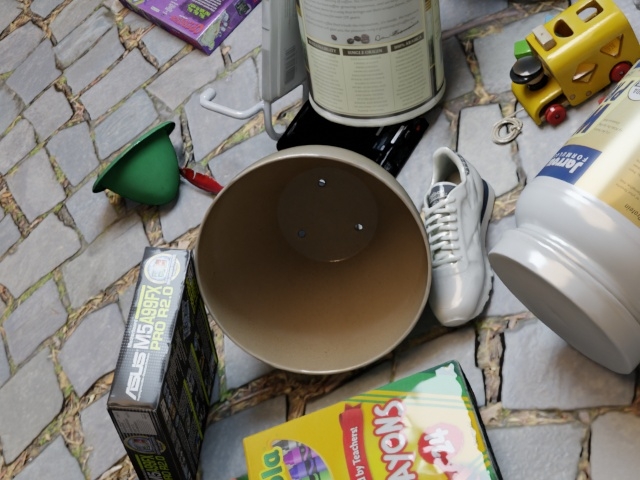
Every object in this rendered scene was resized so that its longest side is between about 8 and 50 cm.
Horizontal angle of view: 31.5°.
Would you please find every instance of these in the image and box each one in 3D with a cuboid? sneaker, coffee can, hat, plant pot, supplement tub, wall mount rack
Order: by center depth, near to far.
[{"bbox_3d":[0.352,-0.038,1.206,0.316,0.228,0.228,-48,44,-7],"label":"supplement tub"},{"bbox_3d":[0.160,-0.004,1.413,0.090,0.095,0.235,-13,52,25],"label":"sneaker"},{"bbox_3d":[0.000,0.000,1.429,0.284,0.284,0.191,-26,16,16],"label":"plant pot"},{"bbox_3d":[0.065,-0.324,1.559,0.201,0.275,0.202,-5,38,4],"label":"coffee can"},{"bbox_3d":[-0.063,-0.340,1.693,0.130,0.350,0.304,22,39,25],"label":"wall mount rack"},{"bbox_3d":[-0.238,-0.070,1.797,0.173,0.183,0.208,-42,1,-10],"label":"hat"}]

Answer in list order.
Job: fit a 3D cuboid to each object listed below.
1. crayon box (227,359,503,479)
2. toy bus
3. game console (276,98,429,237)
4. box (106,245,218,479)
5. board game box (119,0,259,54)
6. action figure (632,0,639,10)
[{"bbox_3d":[0.038,0.281,1.249,0.318,0.081,0.202,-22,46,8],"label":"crayon box"},{"bbox_3d":[0.313,-0.237,1.482,0.191,0.104,0.202,3,59,37],"label":"toy bus"},{"bbox_3d":[-0.013,-0.070,1.625,0.213,0.044,0.361,19,68,43],"label":"game console"},{"bbox_3d":[-0.186,0.171,1.395,0.060,0.270,0.216,3,56,6],"label":"box"},{"bbox_3d":[-0.233,-0.477,2.101,0.208,0.056,0.347,-44,43,-9],"label":"board game box"},{"bbox_3d":[0.453,-0.381,1.480,0.164,0.141,0.276,-43,16,10],"label":"action figure"}]
